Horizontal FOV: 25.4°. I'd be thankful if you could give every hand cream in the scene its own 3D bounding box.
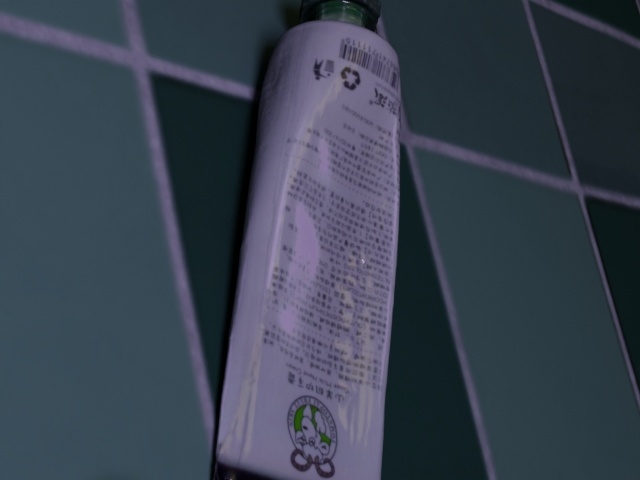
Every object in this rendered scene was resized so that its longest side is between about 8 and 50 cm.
[{"bbox_3d":[0.000,0.000,0.819,0.121,0.076,0.336,26,56,-36],"label":"hand cream"}]
